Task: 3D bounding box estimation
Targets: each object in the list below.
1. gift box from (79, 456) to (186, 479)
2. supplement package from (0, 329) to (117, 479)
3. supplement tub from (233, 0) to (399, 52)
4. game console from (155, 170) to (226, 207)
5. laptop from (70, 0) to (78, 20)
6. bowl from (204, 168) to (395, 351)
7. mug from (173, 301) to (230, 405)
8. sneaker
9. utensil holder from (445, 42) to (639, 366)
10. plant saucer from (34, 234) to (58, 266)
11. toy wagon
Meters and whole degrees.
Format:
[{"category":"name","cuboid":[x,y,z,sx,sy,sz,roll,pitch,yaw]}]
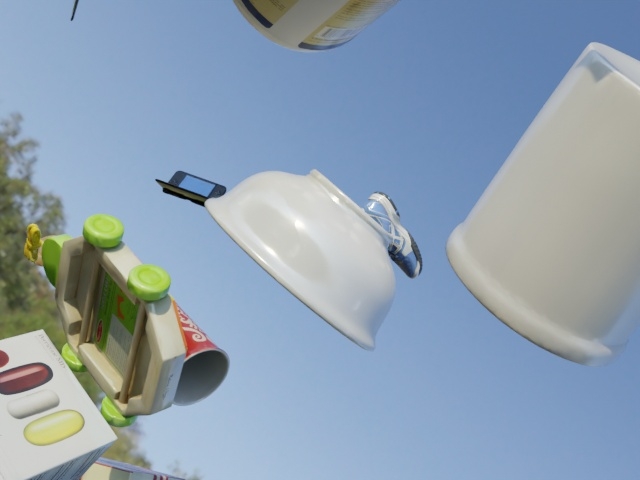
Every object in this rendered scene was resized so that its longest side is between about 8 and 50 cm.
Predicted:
[{"category":"gift box","cuboid":[-0.402,0.481,1.628,0.255,0.258,0.276,8,-13,24]},{"category":"supplement package","cuboid":[-0.416,0.248,1.288,0.149,0.203,0.194,-46,-105,26]},{"category":"supplement tub","cuboid":[0.035,-0.392,1.246,0.228,0.228,0.316,57,-32,-5]},{"category":"game console","cuboid":[-0.271,-0.118,2.109,0.122,0.107,0.071,20,-43,11]},{"category":"laptop","cuboid":[-0.236,-0.600,1.626,0.236,0.408,0.382,58,-37,16]},{"category":"bowl","cuboid":[0.000,0.000,1.317,0.298,0.134,0.298,41,3,-2]},{"category":"mug","cuboid":[-0.231,0.151,1.583,0.169,0.113,0.150,44,-45,39]},{"category":"sneaker","cuboid":[0.147,0.000,2.176,0.211,0.081,0.080,58,-26,-13]},{"category":"utensil holder","cuboid":[0.424,-0.059,1.521,0.327,0.328,0.385,43,-63,26]},{"category":"plant saucer","cuboid":[-0.471,0.015,1.762,0.083,0.083,0.015,38,-40,35]},{"category":"toy wagon","cuboid":[-0.314,0.090,1.433,0.344,0.068,0.267,44,-48,31]}]
